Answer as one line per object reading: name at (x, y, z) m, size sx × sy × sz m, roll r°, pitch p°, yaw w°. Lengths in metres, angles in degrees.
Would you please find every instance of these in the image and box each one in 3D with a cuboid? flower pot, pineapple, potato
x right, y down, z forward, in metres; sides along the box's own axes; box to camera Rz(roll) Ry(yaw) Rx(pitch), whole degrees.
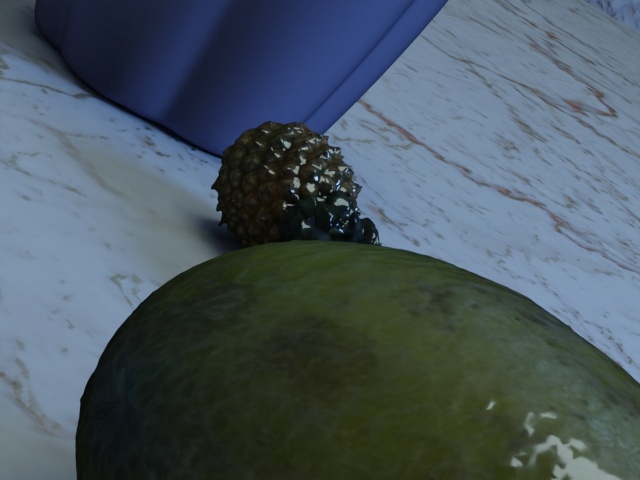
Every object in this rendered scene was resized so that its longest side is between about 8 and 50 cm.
flower pot at (-0.037, -0.191, 1.099) m, size 0.265 × 0.243 × 0.265 m, roll 28°, pitch 19°, yaw -10°
pineapple at (0.000, 0.000, 0.896) m, size 0.074 × 0.074 × 0.159 m, roll 21°, pitch 20°, yaw -30°
potato at (0.038, 0.093, 0.555) m, size 0.174 × 0.159 × 0.251 m, roll -21°, pitch 35°, yaw -37°
